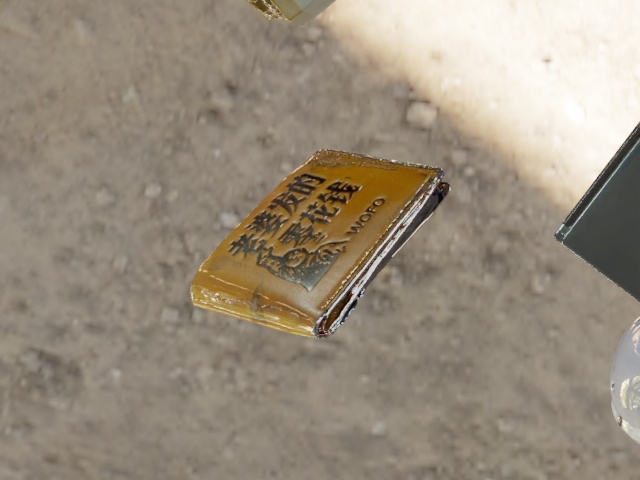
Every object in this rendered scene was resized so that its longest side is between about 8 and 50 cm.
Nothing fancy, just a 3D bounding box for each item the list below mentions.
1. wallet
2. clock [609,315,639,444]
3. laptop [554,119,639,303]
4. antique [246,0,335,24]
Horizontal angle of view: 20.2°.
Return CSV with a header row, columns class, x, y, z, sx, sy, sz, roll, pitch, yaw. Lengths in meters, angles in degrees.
class,x,y,z,sx,sy,sz,roll,pitch,yaw
wallet,-0.002,-0.002,1.498,0.161,0.195,0.042,10,137,46
clock,0.235,0.048,1.072,0.176,0.117,0.080,-44,122,-6
laptop,0.306,-0.038,1.585,0.129,0.016,0.180,36,96,-15
antique,-0.028,-0.287,1.645,0.148,0.147,0.152,-40,90,9
